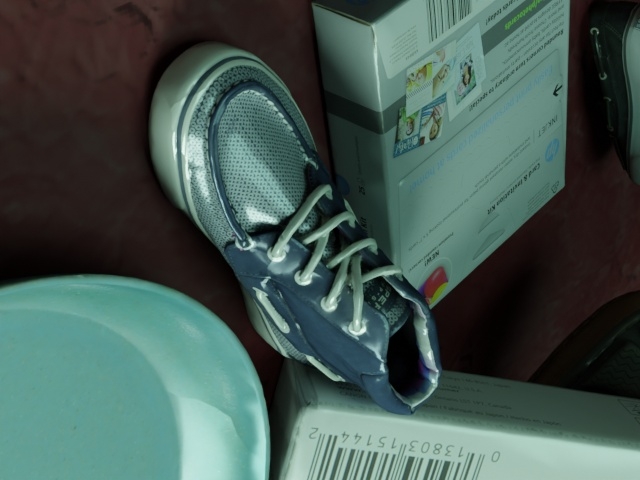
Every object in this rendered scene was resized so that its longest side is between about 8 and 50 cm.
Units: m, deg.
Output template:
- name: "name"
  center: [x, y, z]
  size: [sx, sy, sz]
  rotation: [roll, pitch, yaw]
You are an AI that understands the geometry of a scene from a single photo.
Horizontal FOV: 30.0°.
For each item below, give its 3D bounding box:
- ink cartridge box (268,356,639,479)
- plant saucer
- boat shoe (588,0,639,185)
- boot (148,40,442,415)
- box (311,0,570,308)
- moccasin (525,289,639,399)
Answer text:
- name: "ink cartridge box"
  center: [0.095, 0.205, 0.640]
  size: [0.296, 0.066, 0.261]
  rotation: [10, 108, -15]
- name: "plant saucer"
  center: [-0.144, 0.149, 0.453]
  size: [0.318, 0.044, 0.317]
  rotation: [-32, 136, -36]
- name: "boat shoe"
  center: [0.187, -0.090, 0.720]
  size: [0.049, 0.040, 0.142]
  rotation: [-54, 147, -27]
- name: "boot"
  center: [0.000, 0.000, 0.496]
  size: [0.069, 0.086, 0.190]
  rotation: [-49, 145, -17]
- name: "box"
  center: [0.067, -0.065, 0.581]
  size: [0.145, 0.038, 0.186]
  rotation: [-40, 140, -29]
- name: "moccasin"
  center: [0.133, 0.197, 0.767]
  size: [0.147, 0.139, 0.380]
  rotation: [-88, -161, -73]
